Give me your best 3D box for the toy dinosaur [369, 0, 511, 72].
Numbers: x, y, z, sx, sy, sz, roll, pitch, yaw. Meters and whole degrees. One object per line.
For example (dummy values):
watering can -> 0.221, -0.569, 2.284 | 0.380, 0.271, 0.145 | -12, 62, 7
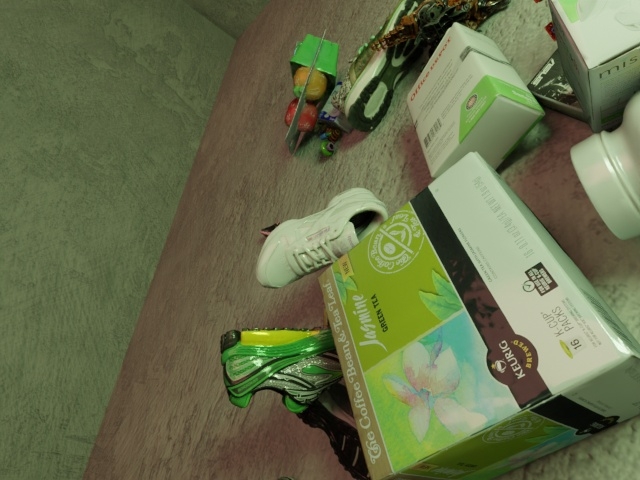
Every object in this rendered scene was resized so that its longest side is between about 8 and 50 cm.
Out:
toy dinosaur -> 0.289, -0.513, 1.064 | 0.321, 0.164, 0.219 | -29, 44, 34

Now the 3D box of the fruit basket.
fruit basket -> -0.058, -0.476, 1.464 | 0.327, 0.165, 0.353 | -86, 22, -86

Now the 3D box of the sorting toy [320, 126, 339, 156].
sorting toy -> 0.034, -0.318, 1.385 | 0.042, 0.061, 0.102 | -13, 58, 49

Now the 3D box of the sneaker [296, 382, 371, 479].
sneaker -> 0.056, 0.340, 0.830 | 0.271, 0.107, 0.101 | 35, 123, 42

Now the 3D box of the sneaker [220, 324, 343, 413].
sneaker -> -0.009, 0.238, 0.814 | 0.134, 0.343, 0.147 | 116, 151, -66

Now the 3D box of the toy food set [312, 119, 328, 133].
toy food set -> 0.013, -0.405, 1.523 | 0.078, 0.019, 0.122 | -58, 24, 7

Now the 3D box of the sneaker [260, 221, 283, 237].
sneaker -> -0.154, -0.036, 1.470 | 0.119, 0.047, 0.057 | 1, 61, 48

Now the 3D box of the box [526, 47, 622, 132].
box -> 0.488, -0.311, 0.728 | 0.231, 0.056, 0.183 | -53, 33, 17

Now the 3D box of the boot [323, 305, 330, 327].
boot -> 0.111, 0.142, 0.901 | 0.206, 0.090, 0.249 | 8, 100, 37

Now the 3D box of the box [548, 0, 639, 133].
box -> 0.444, -0.274, 0.535 | 0.261, 0.231, 0.127 | -26, 69, 29

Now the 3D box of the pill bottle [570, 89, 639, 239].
pill bottle -> 0.478, -0.131, 0.483 | 0.333, 0.187, 0.188 | -33, 43, 40

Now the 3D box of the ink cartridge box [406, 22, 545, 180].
ink cartridge box -> 0.289, -0.268, 0.882 | 0.198, 0.114, 0.273 | 122, 153, -43

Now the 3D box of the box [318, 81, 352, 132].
box -> 0.074, -0.423, 1.394 | 0.137, 0.072, 0.126 | -59, 32, 5

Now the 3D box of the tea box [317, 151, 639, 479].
tea box -> 0.206, 0.121, 0.623 | 0.323, 0.219, 0.329 | -42, 42, 24

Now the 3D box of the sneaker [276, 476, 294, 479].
sneaker -> -0.065, 0.540, 0.876 | 0.063, 0.074, 0.170 | -58, 32, 8

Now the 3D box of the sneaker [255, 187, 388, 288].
sneaker -> 0.000, 0.000, 0.889 | 0.305, 0.114, 0.152 | -36, 25, -2

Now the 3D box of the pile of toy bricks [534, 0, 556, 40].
pile of toy bricks -> 0.469, -0.448, 0.730 | 0.105, 0.118, 0.212 | -36, -1, -40

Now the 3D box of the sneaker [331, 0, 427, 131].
sneaker -> 0.151, -0.521, 1.238 | 0.182, 0.158, 0.411 | 38, 98, 40
